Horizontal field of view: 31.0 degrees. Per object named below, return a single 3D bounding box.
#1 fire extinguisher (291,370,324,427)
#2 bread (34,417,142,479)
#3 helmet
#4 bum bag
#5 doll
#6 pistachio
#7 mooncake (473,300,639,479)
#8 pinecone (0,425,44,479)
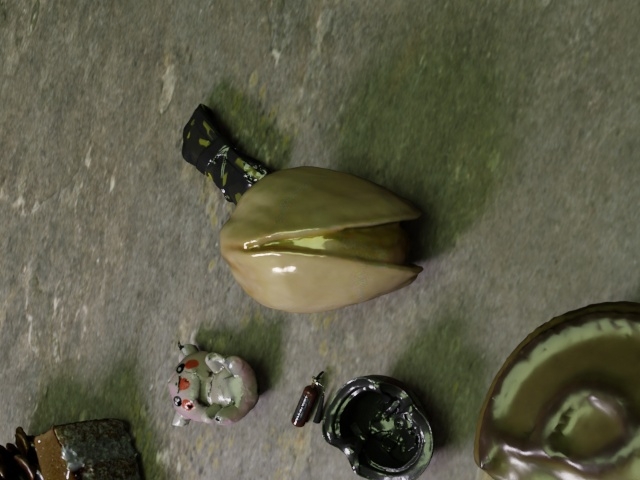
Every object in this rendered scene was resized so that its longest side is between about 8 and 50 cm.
[{"bbox_3d":[-0.013,0.268,1.899,0.046,0.032,0.100,42,119,40],"label":"fire extinguisher"},{"bbox_3d":[-0.380,0.528,2.076,0.113,0.165,0.417,-30,73,37],"label":"bread"},{"bbox_3d":[0.101,0.282,1.777,0.177,0.107,0.153,43,111,7],"label":"helmet"},{"bbox_3d":[-0.163,-0.135,1.997,0.232,0.060,0.107,47,123,29],"label":"bum bag"},{"bbox_3d":[-0.186,0.250,1.985,0.192,0.095,0.149,-1,83,37],"label":"doll"},{"bbox_3d":[0.000,0.000,1.773,0.321,0.238,0.229,0,95,15],"label":"pistachio"},{"bbox_3d":[0.410,0.275,1.478,0.394,0.246,0.393,-24,70,29],"label":"mooncake"},{"bbox_3d":[-0.587,0.493,2.164,0.244,0.309,0.244,35,143,32],"label":"pinecone"}]
